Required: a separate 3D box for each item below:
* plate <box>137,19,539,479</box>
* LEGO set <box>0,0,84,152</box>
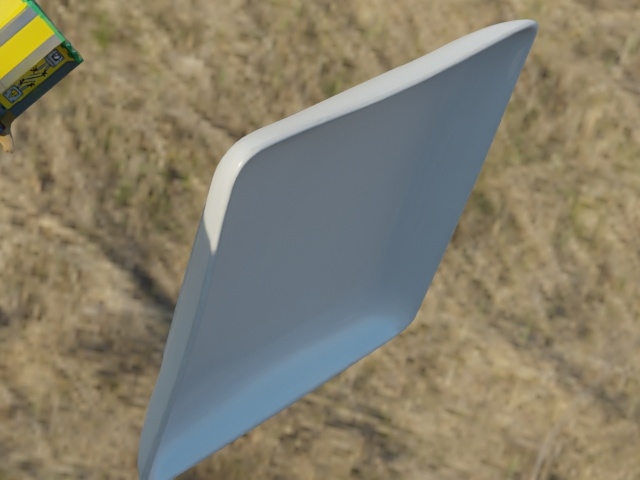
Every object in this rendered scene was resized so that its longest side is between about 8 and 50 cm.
[{"bbox_3d":[0.000,0.000,1.057,0.045,0.278,0.277,39,43,22],"label":"plate"},{"bbox_3d":[-0.283,-0.133,0.925,0.255,0.192,0.331,50,-1,-31],"label":"LEGO set"}]
